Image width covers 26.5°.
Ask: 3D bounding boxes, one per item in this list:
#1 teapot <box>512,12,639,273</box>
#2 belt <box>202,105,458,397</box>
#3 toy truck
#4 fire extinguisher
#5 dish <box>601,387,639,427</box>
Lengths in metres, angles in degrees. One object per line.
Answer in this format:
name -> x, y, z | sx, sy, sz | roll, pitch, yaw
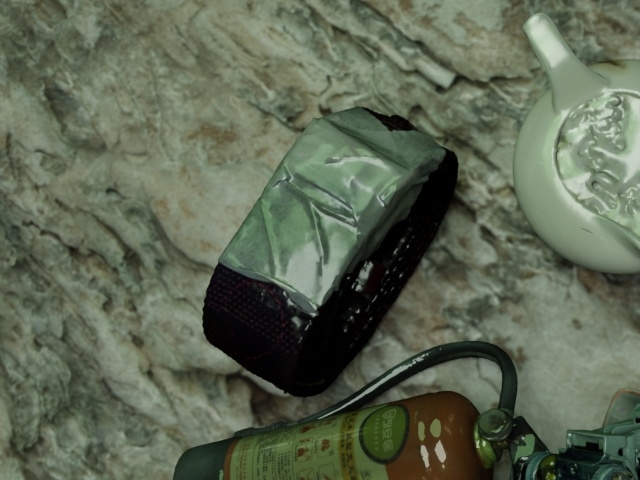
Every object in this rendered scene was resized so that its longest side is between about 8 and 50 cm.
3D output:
teapot -> 0.275, -0.081, 1.279 | 0.204, 0.139, 0.298 | -37, 72, 10
belt -> 0.000, 0.000, 1.328 | 0.164, 0.184, 0.289 | 32, 85, 25
toy truck -> 0.253, 0.265, 1.125 | 0.140, 0.108, 0.256 | 1, 87, -27
fire extinguisher -> 0.046, 0.188, 1.296 | 0.376, 0.113, 0.200 | -14, 59, 23
dish -> 0.303, 0.263, 1.218 | 0.154, 0.064, 0.234 | 25, 99, 54
